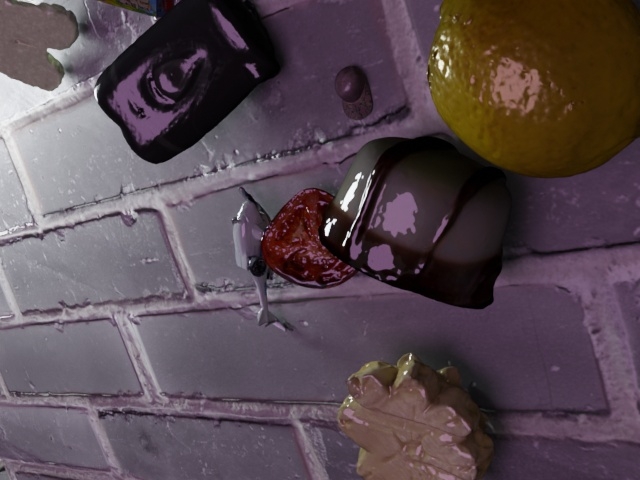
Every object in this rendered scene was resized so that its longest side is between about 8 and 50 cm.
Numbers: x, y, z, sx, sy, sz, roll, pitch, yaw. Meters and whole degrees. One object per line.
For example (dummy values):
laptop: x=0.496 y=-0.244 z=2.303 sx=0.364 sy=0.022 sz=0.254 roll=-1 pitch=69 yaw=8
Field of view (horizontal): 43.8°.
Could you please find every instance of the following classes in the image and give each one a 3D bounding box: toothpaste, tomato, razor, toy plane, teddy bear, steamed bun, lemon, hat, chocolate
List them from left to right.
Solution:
teddy bear: x=-0.692 y=-0.557 z=1.685 sx=0.327 sy=0.375 sz=0.362 roll=-51 pitch=33 yaw=43
toothpaste: x=-0.355 y=-0.448 z=1.480 sx=0.193 sy=0.044 sz=0.070 roll=24 pitch=123 yaw=31
razor: x=-0.234 y=-0.286 z=1.382 sx=0.349 sy=0.113 sz=0.204 roll=-31 pitch=95 yaw=30
toy plane: x=-0.121 y=0.048 z=1.476 sx=0.182 sy=0.107 sz=0.273 roll=39 pitch=135 yaw=27
tomato: x=0.000 y=0.009 z=1.353 sx=0.174 sy=0.082 sz=0.166 roll=42 pitch=100 yaw=20
hat: x=0.046 y=-0.226 z=1.239 sx=0.058 sy=0.042 sz=0.087 roll=20 pitch=122 yaw=34
steamed bun: x=0.170 y=0.320 z=1.334 sx=0.295 sy=0.137 sz=0.292 roll=42 pitch=131 yaw=10
chocolate: x=0.150 y=-0.045 z=1.114 sx=0.283 sy=0.283 sz=0.186 roll=29 pitch=106 yaw=27
lemon: x=0.254 y=-0.200 z=0.929 sx=0.267 sy=0.267 sz=0.267 roll=19 pitch=121 yaw=34
